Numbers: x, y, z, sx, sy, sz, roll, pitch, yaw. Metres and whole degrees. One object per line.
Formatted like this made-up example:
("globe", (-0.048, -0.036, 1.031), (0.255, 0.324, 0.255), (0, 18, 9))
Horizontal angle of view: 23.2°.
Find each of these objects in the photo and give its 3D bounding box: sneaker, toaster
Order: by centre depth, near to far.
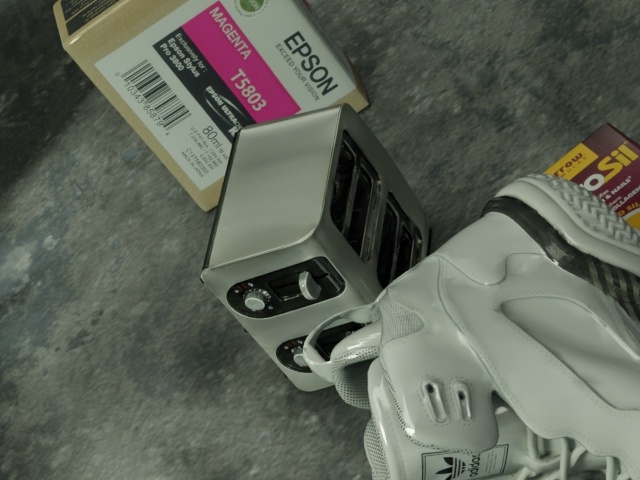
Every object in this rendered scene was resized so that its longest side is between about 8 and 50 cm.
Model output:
("sneaker", (0.156, 0.130, 0.885), (0.210, 0.137, 0.366), (-27, 58, -23))
("toaster", (0.000, 0.000, 1.230), (0.110, 0.168, 0.186), (-13, 45, 26))

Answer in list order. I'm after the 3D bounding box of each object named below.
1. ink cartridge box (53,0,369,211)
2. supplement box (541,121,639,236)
("ink cartridge box", (-0.097, -0.168, 1.426), (0.193, 0.235, 0.088), (-33, 38, 9))
("supplement box", (0.227, 0.009, 1.100), (0.104, 0.081, 0.188), (-39, 37, -1))
